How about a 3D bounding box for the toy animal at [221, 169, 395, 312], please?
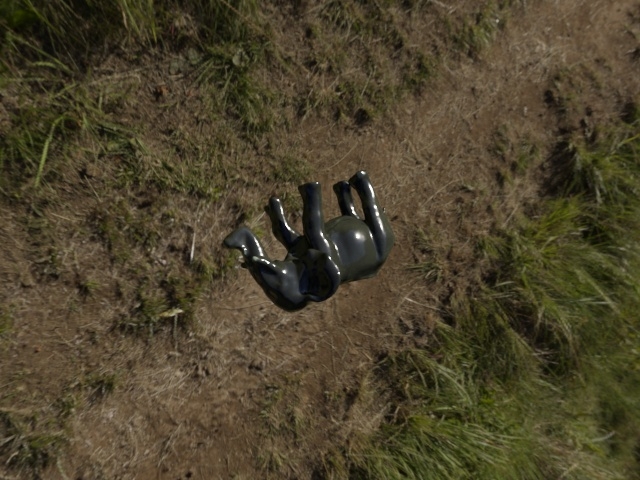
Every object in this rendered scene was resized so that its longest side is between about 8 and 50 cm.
[{"bbox_3d":[0.001,0.000,0.524,0.244,0.114,0.147,-17,89,-20],"label":"toy animal"}]
